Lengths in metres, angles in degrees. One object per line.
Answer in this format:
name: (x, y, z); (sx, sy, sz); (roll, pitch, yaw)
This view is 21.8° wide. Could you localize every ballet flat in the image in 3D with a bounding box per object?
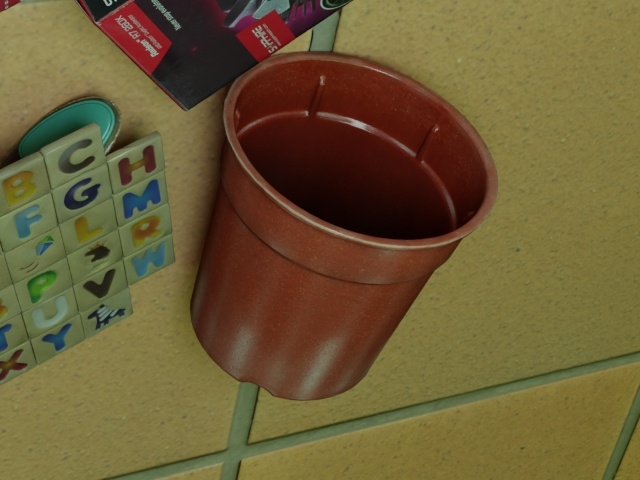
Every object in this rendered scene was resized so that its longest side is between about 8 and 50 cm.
ballet flat: (-0.264, -0.057, 1.545); (0.206, 0.073, 0.067); (-37, 166, 4)

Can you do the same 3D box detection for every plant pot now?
plant pot: (0.000, 0.000, 1.646); (0.272, 0.272, 0.265); (-7, 139, -31)

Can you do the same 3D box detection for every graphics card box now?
graphics card box: (-0.022, -0.273, 1.406); (0.371, 0.094, 0.233); (-34, 160, 3)

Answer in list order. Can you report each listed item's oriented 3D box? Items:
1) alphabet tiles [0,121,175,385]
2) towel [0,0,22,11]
alphabet tiles: (-0.268, 0.026, 1.576); (0.285, 0.011, 0.342); (-28, 153, -17)
towel: (-0.237, -0.281, 1.314); (0.275, 0.031, 0.199); (-34, 143, -30)
